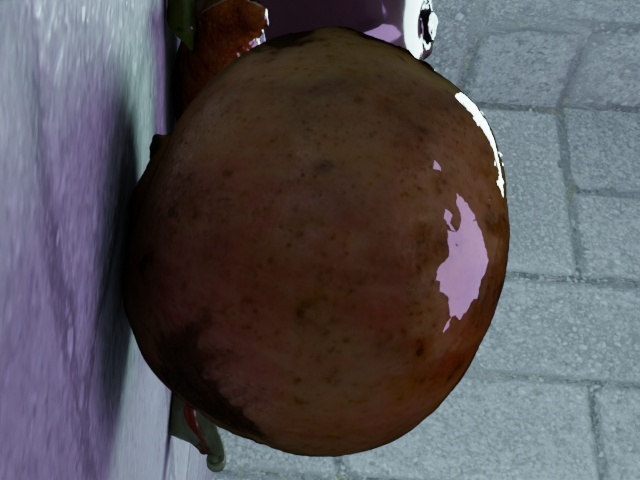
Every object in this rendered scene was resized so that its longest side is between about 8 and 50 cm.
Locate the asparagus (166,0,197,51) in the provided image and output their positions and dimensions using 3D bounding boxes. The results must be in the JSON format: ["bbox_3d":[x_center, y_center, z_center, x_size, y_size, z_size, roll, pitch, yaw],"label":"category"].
[{"bbox_3d":[-0.111,-0.259,0.959,0.034,0.027,0.236,-99,-169,-56],"label":"asparagus"}]

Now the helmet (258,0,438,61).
[{"bbox_3d":[-0.009,-0.212,1.376,0.338,0.270,0.197,55,37,-55],"label":"helmet"}]

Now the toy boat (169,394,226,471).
[{"bbox_3d":[-0.138,0.187,1.401,0.089,0.071,0.185,99,-5,-51],"label":"toy boat"}]

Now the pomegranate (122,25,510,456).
[{"bbox_3d":[0.000,0.000,0.861,0.322,0.322,0.322,-176,-90,-88],"label":"pomegranate"}]

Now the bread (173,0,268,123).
[{"bbox_3d":[-0.093,-0.155,1.092,0.269,0.095,0.139,92,-23,-54],"label":"bread"}]
